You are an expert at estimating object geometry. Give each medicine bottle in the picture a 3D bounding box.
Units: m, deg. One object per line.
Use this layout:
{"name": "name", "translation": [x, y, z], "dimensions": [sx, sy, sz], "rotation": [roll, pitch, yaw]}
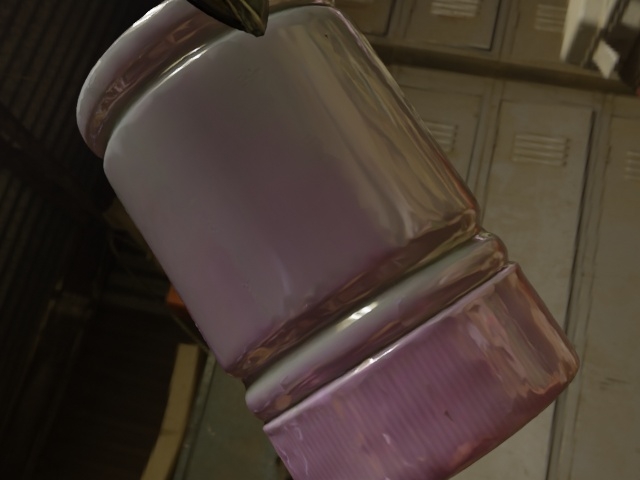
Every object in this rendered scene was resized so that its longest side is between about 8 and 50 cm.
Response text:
{"name": "medicine bottle", "translation": [0.000, 0.000, 0.532], "dimensions": [0.316, 0.202, 0.202], "rotation": [58, -176, 8]}

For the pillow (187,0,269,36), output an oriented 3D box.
{"name": "pillow", "translation": [-0.065, -0.151, 0.330], "dimensions": [0.055, 0.091, 0.136], "rotation": [-45, 53, 34]}
